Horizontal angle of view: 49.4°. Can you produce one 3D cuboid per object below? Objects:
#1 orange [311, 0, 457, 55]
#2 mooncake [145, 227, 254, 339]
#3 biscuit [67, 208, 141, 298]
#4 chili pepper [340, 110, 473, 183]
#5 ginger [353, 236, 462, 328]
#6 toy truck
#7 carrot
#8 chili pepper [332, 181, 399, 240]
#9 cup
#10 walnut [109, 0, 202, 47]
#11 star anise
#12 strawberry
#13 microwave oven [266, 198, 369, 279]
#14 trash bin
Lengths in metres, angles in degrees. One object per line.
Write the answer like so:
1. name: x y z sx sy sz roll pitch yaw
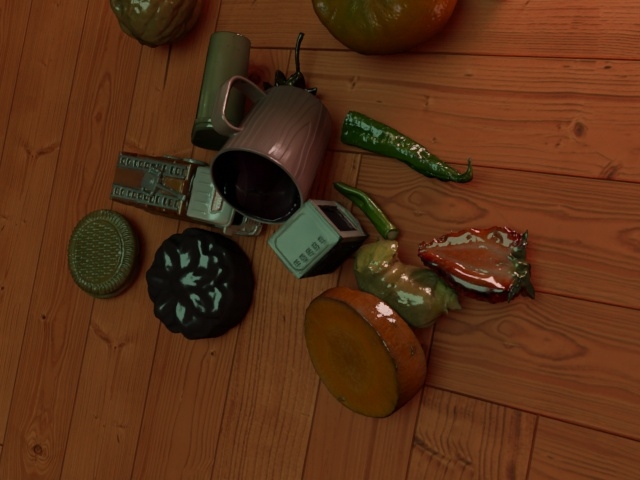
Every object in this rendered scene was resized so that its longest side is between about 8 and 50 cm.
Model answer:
1. orange: 0.130 -0.537 1.552 0.310 0.274 0.274 36 101 3
2. mooncake: -0.313 0.110 1.762 0.283 0.141 0.282 -2 86 27
3. biscuit: -0.608 0.039 1.948 0.259 0.079 0.259 -3 84 25
4. chili pepper: 0.197 -0.206 1.578 0.359 0.076 0.084 27 116 30
5. ginger: 0.177 0.104 1.515 0.267 0.138 0.152 31 134 15
6. toy truck: -0.334 -0.125 1.757 0.388 0.207 0.173 12 90 27
7. carrot: 0.083 0.238 1.516 0.307 0.100 0.258 42 132 20
8. chili pepper: 0.109 -0.075 1.619 0.050 0.052 0.201 -37 65 -13
9. cup: -0.131 -0.214 1.586 0.288 0.273 0.208 27 140 -4
10. walnut: -0.436 -0.652 1.863 0.224 0.257 0.256 16 92 59
11. star anise: -0.066 -0.368 1.720 0.234 0.073 0.177 -49 65 32
12. strawberry: 0.322 0.064 1.451 0.228 0.098 0.174 -6 65 13
13. microwave oven: 0.000 0.000 1.571 0.162 0.208 0.122 -45 77 15
14. trash bin: -0.246 -0.365 1.741 0.121 0.243 0.247 8 83 -12
